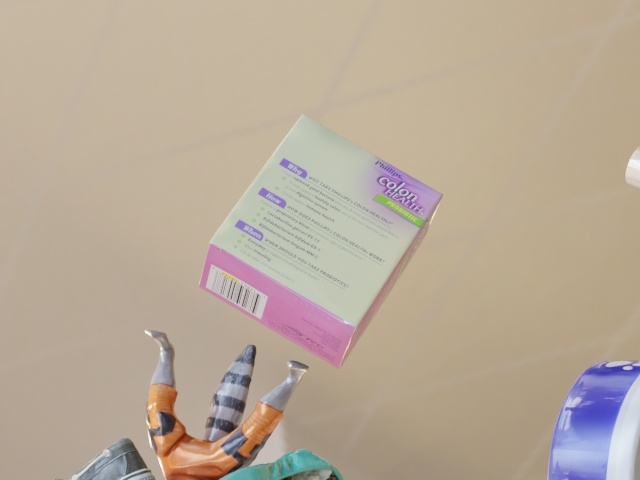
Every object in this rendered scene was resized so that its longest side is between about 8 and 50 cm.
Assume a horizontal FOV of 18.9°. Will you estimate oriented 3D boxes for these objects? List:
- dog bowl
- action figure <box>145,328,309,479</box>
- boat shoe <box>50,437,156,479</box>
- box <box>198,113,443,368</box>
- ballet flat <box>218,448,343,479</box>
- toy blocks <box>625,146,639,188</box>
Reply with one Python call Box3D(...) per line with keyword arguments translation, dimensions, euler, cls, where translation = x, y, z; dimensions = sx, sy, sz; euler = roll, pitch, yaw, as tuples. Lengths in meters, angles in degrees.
Box3D(translation=(0.364, 0.267, 2.170), dimensions=(0.265, 0.104, 0.265), euler=(-2, -88, -55), cls="dog bowl")
Box3D(translation=(-0.090, 0.293, 2.239), dimensions=(0.341, 0.330, 0.178), euler=(11, -178, 5), cls="action figure")
Box3D(translation=(-0.261, 0.281, 1.982), dimensions=(0.070, 0.219, 0.078), euler=(60, -160, 17), cls="boat shoe")
Box3D(translation=(0.000, 0.000, 2.451), dimensions=(0.213, 0.117, 0.243), euler=(30, -122, 7), cls="box")
Box3D(translation=(-0.045, 0.272, 1.985), dimensions=(0.087, 0.083, 0.247), euler=(18, -164, 24), cls="ballet flat")
Box3D(translation=(0.487, -0.144, 1.883), dimensions=(0.260, 0.309, 0.288), euler=(24, -147, 28), cls="toy blocks")
